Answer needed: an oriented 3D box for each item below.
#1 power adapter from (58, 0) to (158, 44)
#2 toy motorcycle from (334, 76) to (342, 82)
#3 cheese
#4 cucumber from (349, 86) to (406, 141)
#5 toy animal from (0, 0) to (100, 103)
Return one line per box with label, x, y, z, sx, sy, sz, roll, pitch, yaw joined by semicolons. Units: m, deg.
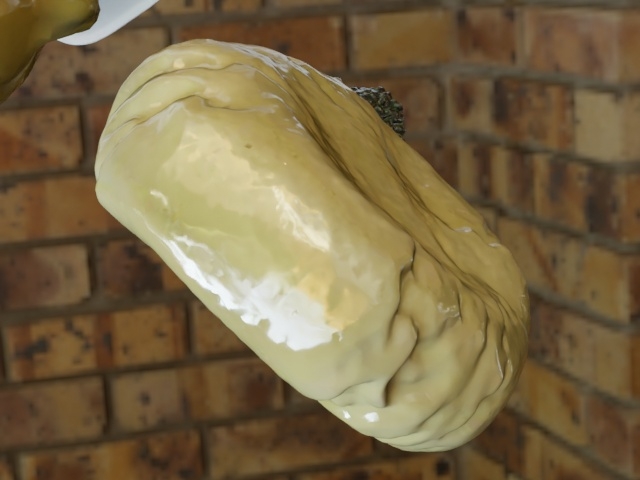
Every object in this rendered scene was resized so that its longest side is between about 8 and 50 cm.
power adapter;-0.200;-0.255;1.167;0.124;0.187;0.255;-35;-159;2
toy motorcycle;-0.012;-0.043;1.393;0.073;0.225;0.152;6;178;44
cheese;0.000;0.000;0.733;0.226;0.117;0.214;48;-168;32
cucumber;-0.064;-0.104;1.524;0.096;0.096;0.359;6;-170;43
toy animal;-0.241;-0.127;0.691;0.281;0.169;0.195;16;-152;-8
